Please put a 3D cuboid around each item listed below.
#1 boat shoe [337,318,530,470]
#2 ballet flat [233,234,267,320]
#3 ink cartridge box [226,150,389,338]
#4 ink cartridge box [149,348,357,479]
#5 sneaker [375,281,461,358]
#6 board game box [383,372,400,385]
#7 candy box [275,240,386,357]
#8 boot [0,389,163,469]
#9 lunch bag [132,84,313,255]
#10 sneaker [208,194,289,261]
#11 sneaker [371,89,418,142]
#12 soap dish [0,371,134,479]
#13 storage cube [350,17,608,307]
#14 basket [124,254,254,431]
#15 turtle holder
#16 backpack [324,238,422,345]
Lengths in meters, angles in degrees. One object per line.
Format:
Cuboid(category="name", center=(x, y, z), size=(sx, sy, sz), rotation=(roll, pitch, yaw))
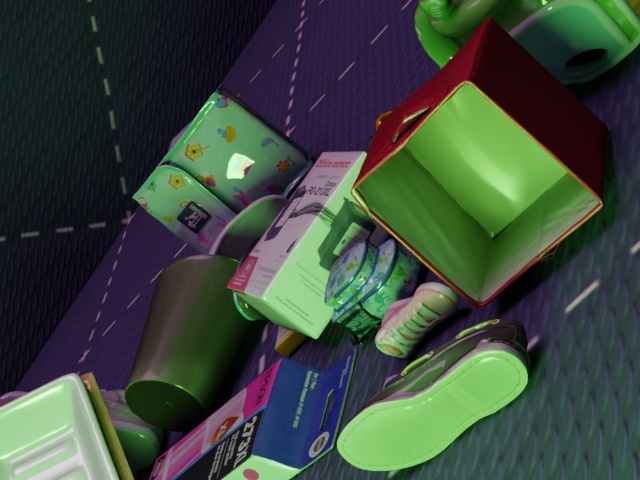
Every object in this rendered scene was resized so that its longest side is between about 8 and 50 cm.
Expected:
Cuboid(category="boat shoe", center=(0.112, 0.152, 1.354), size=(0.228, 0.081, 0.068), rotation=(-34, 20, 31))
Cuboid(category="ballet flat", center=(-0.052, 0.021, 2.027), size=(0.096, 0.095, 0.280), rotation=(-29, 16, 22))
Cuboid(category="ink cartridge box", center=(0.000, 0.000, 1.844), size=(0.237, 0.100, 0.172), rotation=(-55, 18, -9))
Cuboid(category="ink cartridge box", center=(-0.104, 0.270, 1.734), size=(0.371, 0.069, 0.175), rotation=(-39, 21, 33))
Cuboid(category="sneaker", center=(0.105, 0.095, 1.542), size=(0.134, 0.051, 0.070), rotation=(-31, 27, 59))
Cuboid(category="board game box", center=(0.084, 0.178, 1.473), size=(0.090, 0.020, 0.090), rotation=(-29, 29, 55))
Cuboid(category="candy box", center=(0.014, 0.065, 1.898), size=(0.206, 0.027, 0.105), rotation=(-45, 15, 24))
Cuboid(category="boot", center=(-0.366, 0.275, 2.135), size=(0.123, 0.258, 0.095), rotation=(-80, 8, -70))
Cuboid(category="lunch bag", center=(-0.174, -0.105, 2.430), size=(0.262, 0.223, 0.160), rotation=(-50, 8, 7))
Cuboid(category="sneaker", center=(-0.159, 0.034, 2.304), size=(0.292, 0.108, 0.169), rotation=(-53, 19, 2))
Cuboid(category="sneaker", center=(0.106, -0.141, 1.968), size=(0.225, 0.093, 0.088), rotation=(-39, 20, 41))
Cuboid(category="soap dish", center=(-0.377, 0.345, 1.938), size=(0.229, 0.118, 0.291), rotation=(-26, 45, -5))
Cuboid(category="storage cube", center=(0.173, -0.083, 1.457), size=(0.183, 0.215, 0.193), rotation=(-44, 11, 29))
Cuboid(category="basket", center=(-0.198, 0.160, 2.075), size=(0.204, 0.154, 0.227), rotation=(-25, 34, 40))
Cuboid(category="turtle holder", center=(0.246, -0.280, 1.634), size=(0.320, 0.227, 0.243), rotation=(-47, 18, 20))
Cuboid(category="backpack", center=(0.062, 0.051, 1.691), size=(0.114, 0.084, 0.105), rotation=(-38, 24, 34))
